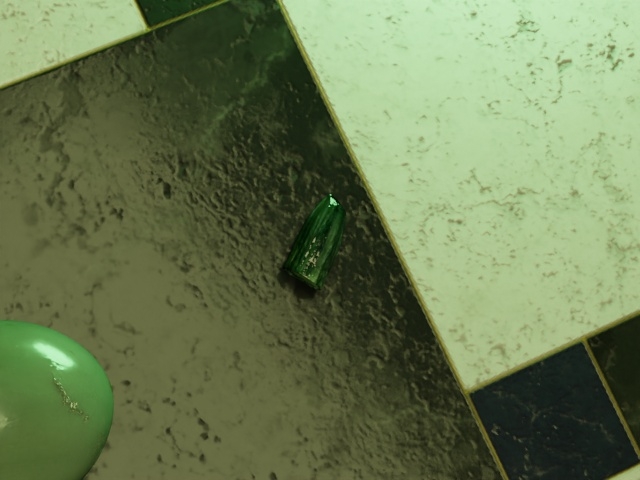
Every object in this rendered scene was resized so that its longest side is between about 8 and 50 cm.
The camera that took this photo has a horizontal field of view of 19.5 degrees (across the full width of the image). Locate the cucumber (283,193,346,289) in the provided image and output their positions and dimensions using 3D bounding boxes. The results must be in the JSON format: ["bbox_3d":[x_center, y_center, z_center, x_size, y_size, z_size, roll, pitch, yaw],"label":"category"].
[{"bbox_3d":[0.000,0.000,1.988,0.048,0.048,0.105,25,72,-4],"label":"cucumber"}]

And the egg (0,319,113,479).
[{"bbox_3d":[-0.338,0.182,1.798,0.282,0.203,0.203,-15,80,-11],"label":"egg"}]
